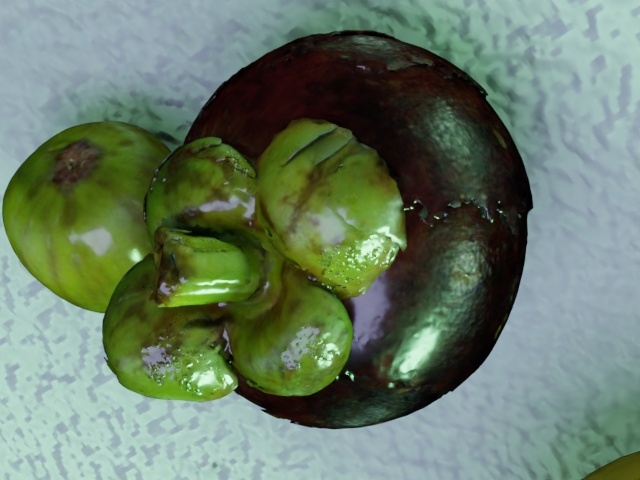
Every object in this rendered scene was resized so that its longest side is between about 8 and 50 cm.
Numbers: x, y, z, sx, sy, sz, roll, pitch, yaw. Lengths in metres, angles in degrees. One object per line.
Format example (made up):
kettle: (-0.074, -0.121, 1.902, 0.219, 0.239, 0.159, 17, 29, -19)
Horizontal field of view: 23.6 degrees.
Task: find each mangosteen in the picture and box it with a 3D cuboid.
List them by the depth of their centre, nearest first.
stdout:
mangosteen: (0.000, 0.000, 0.624, 0.166, 0.180, 0.166, 11, 109, 34)

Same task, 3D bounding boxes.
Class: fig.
fig: (-0.093, -0.001, 0.741, 0.093, 0.093, 0.166, 8, 166, 11)

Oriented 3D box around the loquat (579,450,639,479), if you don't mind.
loquat: (0.185, 0.222, 0.681, 0.275, 0.275, 0.275, 8, 126, 11)
